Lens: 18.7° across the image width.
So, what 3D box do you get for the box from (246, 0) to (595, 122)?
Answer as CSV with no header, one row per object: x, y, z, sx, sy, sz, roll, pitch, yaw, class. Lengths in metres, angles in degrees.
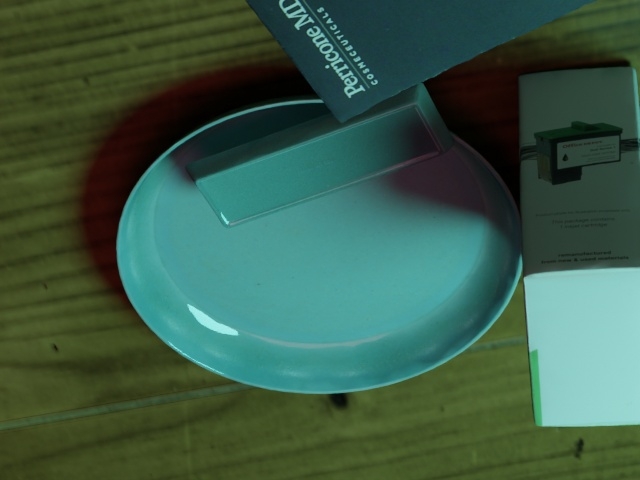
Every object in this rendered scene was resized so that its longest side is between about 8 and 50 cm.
0.057,-0.294,1.156,0.312,0.179,0.343,-24,129,19,box

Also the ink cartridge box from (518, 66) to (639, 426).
0.193,0.002,1.414,0.093,0.219,0.160,-3,133,7,ink cartridge box

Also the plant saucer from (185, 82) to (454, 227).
-0.001,-0.058,1.434,0.192,0.018,0.067,-19,131,16,plant saucer

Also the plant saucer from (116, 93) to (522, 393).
0.000,0.000,1.530,0.318,0.043,0.317,0,134,0,plant saucer
